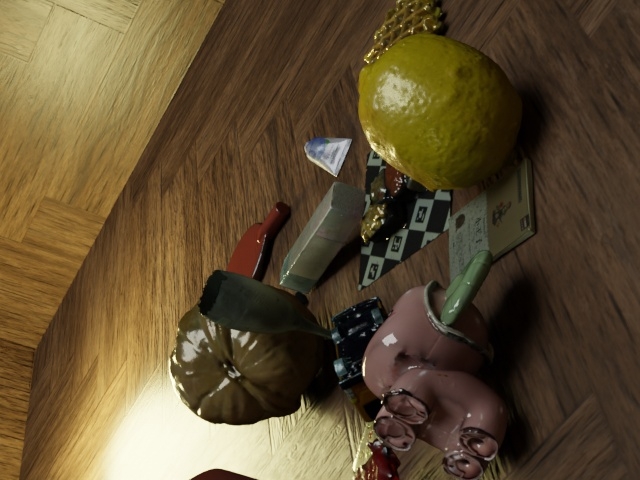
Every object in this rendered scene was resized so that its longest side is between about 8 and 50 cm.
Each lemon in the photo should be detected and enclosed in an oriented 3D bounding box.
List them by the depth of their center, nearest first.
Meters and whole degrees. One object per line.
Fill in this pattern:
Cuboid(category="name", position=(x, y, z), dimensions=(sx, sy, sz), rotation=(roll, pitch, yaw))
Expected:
Cuboid(category="lemon", position=(0.183, -0.202, 1.685), dimensions=(0.233, 0.288, 0.233), rotation=(-48, -23, -27))

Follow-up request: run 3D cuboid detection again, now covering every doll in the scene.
Cuboid(category="doll", position=(0.177, 0.169, 1.520), dimensions=(0.268, 0.216, 0.284), rotation=(-59, -7, -39))

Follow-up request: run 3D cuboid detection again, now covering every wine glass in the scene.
Cuboid(category="wine glass", position=(-0.051, 0.199, 1.795), dimensions=(0.096, 0.309, 0.264), rotation=(-49, 31, 39))

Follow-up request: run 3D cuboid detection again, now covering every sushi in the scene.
Cuboid(category="sushi", position=(0.127, -0.095, 1.950), dimensions=(0.292, 0.059, 0.294), rotation=(-37, 43, 52))

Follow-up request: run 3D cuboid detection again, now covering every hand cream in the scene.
Cuboid(category="hand cream", position=(0.012, -0.191, 2.332), dimensions=(0.142, 0.053, 0.084), rotation=(24, 92, 57))

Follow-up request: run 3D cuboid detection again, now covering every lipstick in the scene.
Cuboid(category="lipstick", position=(0.000, 0.000, 2.080), dimensions=(0.317, 0.068, 0.066), rotation=(124, 161, -55))

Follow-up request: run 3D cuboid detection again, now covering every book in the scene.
Cuboid(category="book", position=(0.261, -0.024, 1.667), dimensions=(0.198, 0.016, 0.138), rotation=(-42, 35, 47))

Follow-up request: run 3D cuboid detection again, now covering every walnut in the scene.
Cuboid(category="walnut", position=(-0.138, 0.213, 2.026), dimensions=(0.296, 0.285, 0.285), rotation=(-36, 32, 11))

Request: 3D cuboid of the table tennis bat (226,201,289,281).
Cuboid(category="table tennis bat", position=(-0.161, 0.032, 2.531), dimensions=(0.310, 0.038, 0.200), rotation=(-54, 27, 32))

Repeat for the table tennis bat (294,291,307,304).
Cuboid(category="table tennis bat", position=(-0.091, 0.208, 2.244), dimensions=(0.236, 0.027, 0.150), rotation=(-61, 24, 23))

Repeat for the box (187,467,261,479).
Cuboid(category="box", position=(-0.209, 0.538, 1.999), dimensions=(0.263, 0.108, 0.404), rotation=(-38, 11, -22))

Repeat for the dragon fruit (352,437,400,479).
Cuboid(category="dragon fruit", position=(0.065, 0.499, 1.548), dimensions=(0.343, 0.100, 0.282), rotation=(-58, 25, 20))

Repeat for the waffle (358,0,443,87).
Cuboid(category="waffle", position=(0.158, -0.371, 2.143), dimensions=(0.249, 0.056, 0.253), rotation=(-56, 27, 29))

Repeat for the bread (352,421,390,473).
Cuboid(category="bread", position=(0.094, 0.313, 1.741), dimensions=(0.068, 0.028, 0.154), rotation=(26, 96, 65))

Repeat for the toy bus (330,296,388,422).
Cuboid(category="toy bus", position=(0.084, 0.187, 1.726), dimensions=(0.098, 0.114, 0.201), rotation=(-26, 25, 9))
